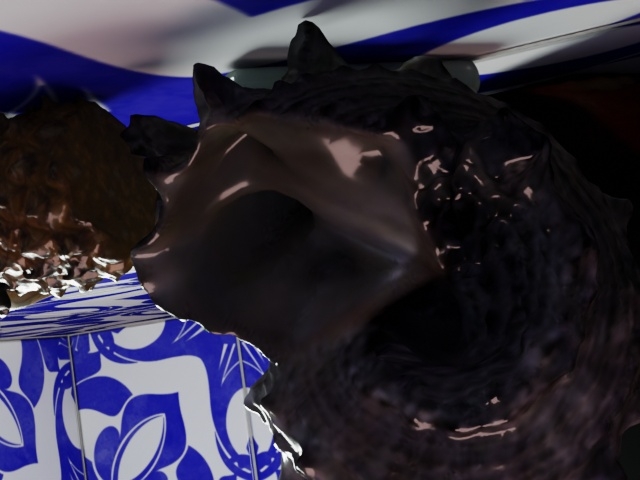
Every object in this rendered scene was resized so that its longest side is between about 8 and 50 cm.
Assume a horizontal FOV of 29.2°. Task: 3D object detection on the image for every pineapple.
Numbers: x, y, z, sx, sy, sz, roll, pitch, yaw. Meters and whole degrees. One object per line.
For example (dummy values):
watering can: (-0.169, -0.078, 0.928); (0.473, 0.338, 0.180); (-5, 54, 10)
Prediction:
pineapple: (-0.211, -0.009, 0.720); (0.237, 0.119, 0.111); (-16, 161, 26)

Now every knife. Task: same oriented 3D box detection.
knife: (0.019, -0.087, 0.698); (0.162, 0.023, 0.044); (-6, 178, -26)

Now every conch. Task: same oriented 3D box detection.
conch: (0.036, 0.030, 0.617); (0.241, 0.313, 0.186); (-50, -163, -5)

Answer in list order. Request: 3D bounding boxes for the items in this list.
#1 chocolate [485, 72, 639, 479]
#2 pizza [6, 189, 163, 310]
chocolate: (0.256, 0.058, 0.856); (0.331, 0.384, 0.383); (-7, 174, -32)
pizza: (-0.235, 0.011, 0.944); (0.189, 0.071, 0.297); (-8, -169, 36)
